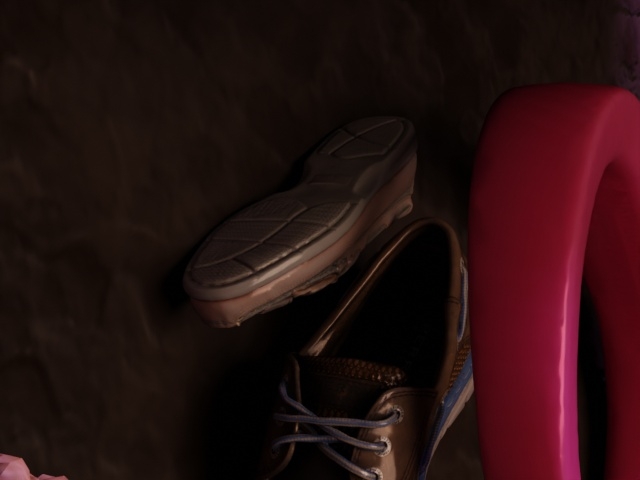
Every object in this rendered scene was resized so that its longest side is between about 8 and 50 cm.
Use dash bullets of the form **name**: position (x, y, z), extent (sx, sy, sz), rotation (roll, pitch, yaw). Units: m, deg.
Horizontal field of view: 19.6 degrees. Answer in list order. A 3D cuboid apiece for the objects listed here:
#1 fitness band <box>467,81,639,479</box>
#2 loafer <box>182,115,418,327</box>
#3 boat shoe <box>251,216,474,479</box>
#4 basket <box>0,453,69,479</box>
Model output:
- **fitness band**: position (0.102, 0.069, 0.692), extent (0.291, 0.054, 0.209), rotation (60, 39, -55)
- **loafer**: position (0.000, 0.000, 0.635), extent (0.125, 0.045, 0.039), rotation (-44, 129, -45)
- **boat shoe**: position (0.006, 0.065, 0.614), extent (0.066, 0.066, 0.183), rotation (82, 23, -46)
- **basket**: position (-0.104, 0.189, 0.368), extent (0.223, 0.213, 0.299), rotation (30, 67, -46)
